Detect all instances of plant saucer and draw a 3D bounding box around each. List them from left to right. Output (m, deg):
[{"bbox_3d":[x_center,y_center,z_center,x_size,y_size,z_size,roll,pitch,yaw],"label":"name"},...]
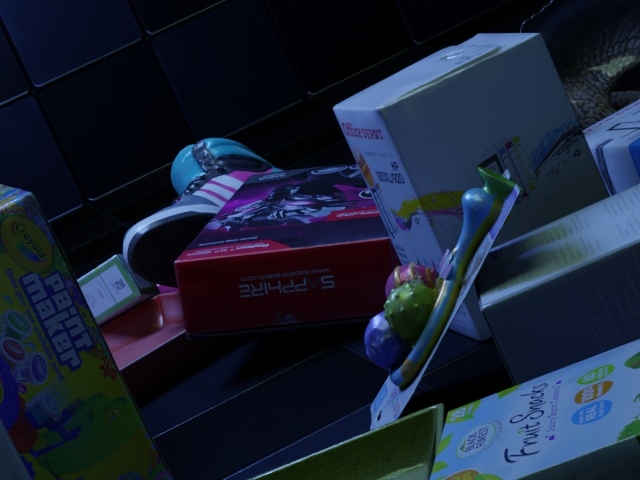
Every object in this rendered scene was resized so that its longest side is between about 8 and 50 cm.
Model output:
[{"bbox_3d":[-0.215,0.132,2.179,0.259,0.048,0.258,-30,12,-31],"label":"plant saucer"},{"bbox_3d":[0.009,0.196,1.366,0.188,0.045,0.188,-23,10,9],"label":"plant saucer"}]

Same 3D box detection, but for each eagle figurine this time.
[{"bbox_3d":[0.297,-0.156,2.095,0.298,0.225,0.226,-44,5,-33],"label":"eagle figurine"}]

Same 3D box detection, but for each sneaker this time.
[{"bbox_3d":[-0.147,-0.043,2.356,0.295,0.124,0.178,-10,34,-39],"label":"sneaker"}]

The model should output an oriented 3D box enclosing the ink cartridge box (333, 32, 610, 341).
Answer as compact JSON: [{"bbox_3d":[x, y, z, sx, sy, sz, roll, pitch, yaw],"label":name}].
[{"bbox_3d":[0.146,-0.055,1.773,0.168,0.233,0.171,-26,10,-11],"label":"ink cartridge box"}]

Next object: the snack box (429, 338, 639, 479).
[{"bbox_3d":[0.177,0.132,1.235,0.207,0.070,0.174,-24,11,15],"label":"snack box"}]

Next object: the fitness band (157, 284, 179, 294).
[{"bbox_3d":[-0.168,0.038,2.517,0.291,0.054,0.209,-24,11,9],"label":"fitness band"}]

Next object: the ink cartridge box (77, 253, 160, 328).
[{"bbox_3d":[-0.305,0.097,2.353,0.209,0.062,0.109,-34,-5,7],"label":"ink cartridge box"}]

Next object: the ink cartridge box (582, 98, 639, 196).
[{"bbox_3d":[0.343,-0.087,1.894,0.148,0.086,0.203,-28,12,-19],"label":"ink cartridge box"}]

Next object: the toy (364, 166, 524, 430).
[{"bbox_3d":[0.083,0.044,1.575,0.237,0.056,0.137,-58,5,9],"label":"toy"}]

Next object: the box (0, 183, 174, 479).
[{"bbox_3d":[-0.295,0.115,1.774,0.177,0.290,0.279,-27,10,-13],"label":"box"}]

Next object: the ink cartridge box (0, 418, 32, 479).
[{"bbox_3d":[-0.401,0.202,1.489,0.330,0.324,0.071,-28,10,-21],"label":"ink cartridge box"}]

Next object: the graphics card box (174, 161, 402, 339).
[{"bbox_3d":[0.000,0.000,2.093,0.232,0.094,0.371,-7,14,13],"label":"graphics card box"}]

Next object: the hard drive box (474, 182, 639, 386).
[{"bbox_3d":[0.245,0.025,1.553,0.232,0.089,0.181,-23,11,7],"label":"hard drive box"}]
